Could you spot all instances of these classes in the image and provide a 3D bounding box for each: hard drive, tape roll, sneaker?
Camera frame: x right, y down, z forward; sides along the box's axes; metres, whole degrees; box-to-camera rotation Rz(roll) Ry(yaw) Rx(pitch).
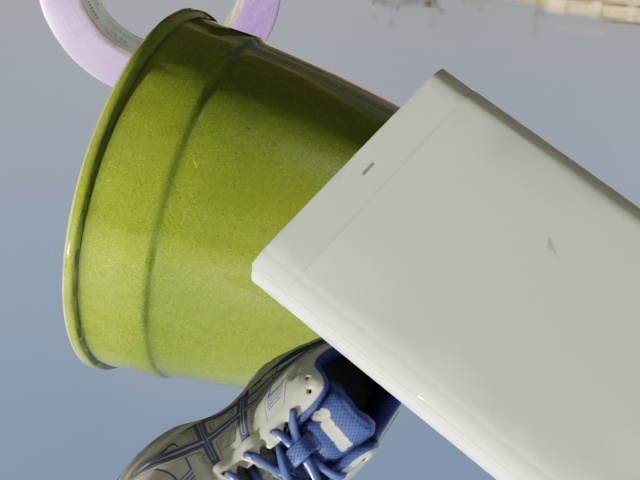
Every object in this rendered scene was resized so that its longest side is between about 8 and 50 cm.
[{"bbox_3d":[0.138,0.045,0.632,0.307,0.040,0.203,38,-113,13],"label":"hard drive"},{"bbox_3d":[-0.179,-0.305,1.131,0.274,0.275,0.090,0,-157,-4],"label":"tape roll"},{"bbox_3d":[-0.034,0.143,0.674,0.131,0.112,0.296,-34,-172,44],"label":"sneaker"}]

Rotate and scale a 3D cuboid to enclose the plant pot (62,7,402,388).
[{"bbox_3d":[0.000,0.000,0.955,0.352,0.367,0.366,16,-155,11],"label":"plant pot"}]
